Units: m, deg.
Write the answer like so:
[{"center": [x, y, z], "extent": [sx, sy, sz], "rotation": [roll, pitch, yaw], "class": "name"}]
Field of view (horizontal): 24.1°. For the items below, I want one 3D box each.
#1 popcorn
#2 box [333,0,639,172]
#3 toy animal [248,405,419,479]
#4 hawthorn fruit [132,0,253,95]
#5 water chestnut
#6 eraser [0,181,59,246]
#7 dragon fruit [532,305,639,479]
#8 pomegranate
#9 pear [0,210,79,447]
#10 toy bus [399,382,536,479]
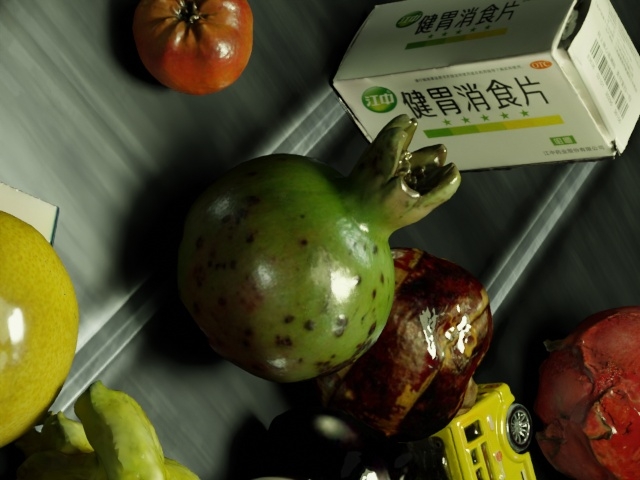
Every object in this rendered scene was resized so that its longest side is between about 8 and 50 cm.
[{"center": [-0.176, 0.278, 1.229], "extent": [0.321, 0.290, 0.326], "rotation": [-39, 151, -72], "class": "popcorn"}, {"center": [0.202, -0.189, 1.760], "extent": [0.173, 0.333, 0.145], "rotation": [51, 51, -35], "class": "box"}, {"center": [-0.015, 0.303, 1.556], "extent": [0.187, 0.165, 0.235], "rotation": [57, 47, -29], "class": "toy animal"}, {"center": [-0.131, -0.201, 1.521], "extent": [0.125, 0.140, 0.125], "rotation": [15, 54, -21], "class": "hawthorn fruit"}, {"center": [0.077, 0.104, 1.684], "extent": [0.224, 0.238, 0.224], "rotation": [-57, 168, -20], "class": "water chestnut"}, {"center": [-0.303, -0.004, 1.339], "extent": [0.150, 0.023, 0.104], "rotation": [26, 65, -47], "class": "eraser"}, {"center": [0.450, 0.230, 2.062], "extent": [0.295, 0.301, 0.296], "rotation": [-4, 94, -56], "class": "dragon fruit"}, {"center": [-0.011, -0.008, 1.518], "extent": [0.242, 0.242, 0.306], "rotation": [34, 89, -45], "class": "pomegranate"}, {"center": [-0.291, 0.072, 1.205], "extent": [0.209, 0.209, 0.209], "rotation": [9, 78, -51], "class": "pear"}, {"center": [0.191, 0.348, 1.835], "extent": [0.151, 0.145, 0.331], "rotation": [-26, 103, -50], "class": "toy bus"}]
